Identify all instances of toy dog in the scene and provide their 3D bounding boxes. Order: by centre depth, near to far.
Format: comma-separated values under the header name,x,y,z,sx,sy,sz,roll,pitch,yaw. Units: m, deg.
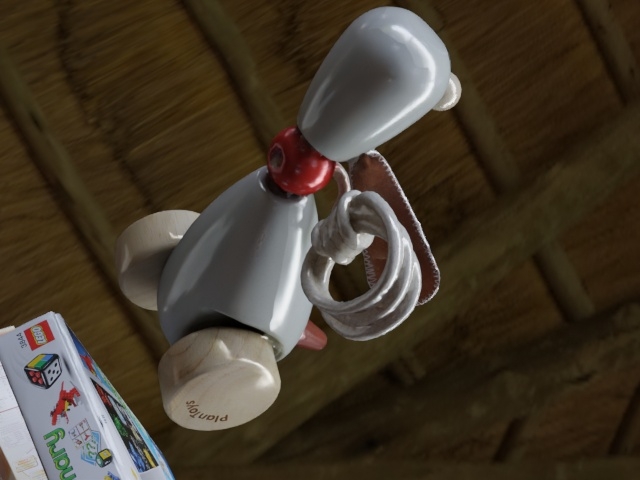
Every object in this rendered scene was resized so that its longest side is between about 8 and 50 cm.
name,x,y,z,sx,sy,sz,roll,pitch,yaw
toy dog,0.000,0.000,0.941,0.333,0.161,0.220,-28,-120,45

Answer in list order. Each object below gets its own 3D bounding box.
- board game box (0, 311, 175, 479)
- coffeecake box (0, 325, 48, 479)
name,x,y,z,sx,sy,sz,roll,pitch,yaw
board game box,-0.140,0.200,1.026,0.053,0.305,0.193,-27,-119,-5
coffeecake box,-0.288,0.199,1.299,0.185,0.068,0.142,54,-34,33
